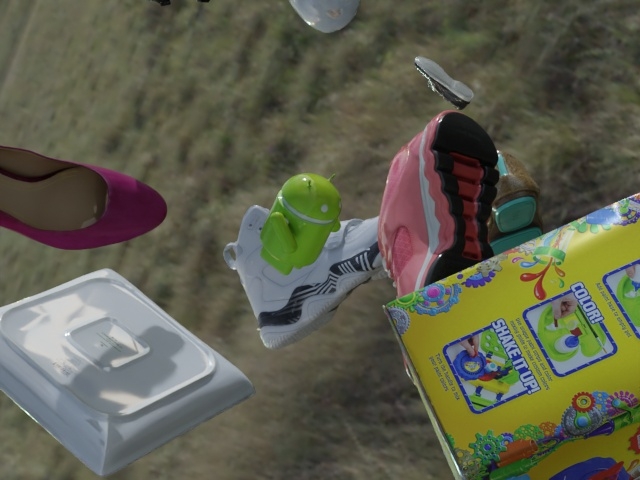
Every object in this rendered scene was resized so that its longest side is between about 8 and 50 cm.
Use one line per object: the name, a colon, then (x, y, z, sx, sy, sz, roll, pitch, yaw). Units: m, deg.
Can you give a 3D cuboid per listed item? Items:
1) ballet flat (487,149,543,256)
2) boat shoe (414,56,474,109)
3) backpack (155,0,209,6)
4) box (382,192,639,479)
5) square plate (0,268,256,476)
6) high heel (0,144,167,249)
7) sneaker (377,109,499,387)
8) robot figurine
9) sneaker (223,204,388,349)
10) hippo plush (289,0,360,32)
ballet flat: (0.302, -0.051, 1.980, 0.342, 0.116, 0.124, 65, -171, -66)
boat shoe: (0.215, -0.280, 2.145, 0.038, 0.125, 0.046, -53, 5, 40)
backpack: (-0.216, -0.477, 1.850, 0.144, 0.165, 0.188, 118, 139, -61)
box: (0.239, 0.137, 1.033, 0.279, 0.290, 0.177, -24, 51, 1)
square plate: (-0.316, 0.169, 1.780, 0.344, 0.347, 0.049, -22, -39, -53)
high heel: (-0.373, -0.066, 1.603, 0.181, 0.377, 0.127, 153, 116, -64)
sneaker: (0.122, 0.022, 1.307, 0.136, 0.116, 0.314, -24, 55, 53)
robot figurine: (-0.020, -0.020, 1.242, 0.101, 0.067, 0.115, -22, -35, -53)
sneaker: (0.000, 0.000, 1.928, 0.366, 0.210, 0.137, -40, -14, 24)
hippo plush: (0.025, -0.452, 1.797, 0.236, 0.294, 0.234, -54, 27, -19)
